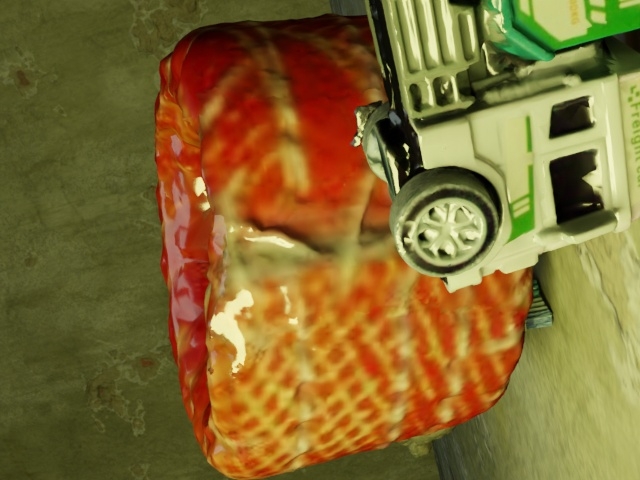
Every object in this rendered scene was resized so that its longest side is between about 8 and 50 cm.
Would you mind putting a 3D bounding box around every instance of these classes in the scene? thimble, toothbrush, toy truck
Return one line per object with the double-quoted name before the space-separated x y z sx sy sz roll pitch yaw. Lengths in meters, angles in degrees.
"thimble" 0.000 0.000 0.722 0.350 0.231 0.349 172 90 -75
"toothbrush" 0.130 -0.037 0.782 0.303 0.030 0.030 -102 -2 -49
"toy truck" 0.054 -0.113 0.333 0.114 0.124 0.253 -100 -6 -63

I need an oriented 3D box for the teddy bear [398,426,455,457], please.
"teddy bear" 0.114 0.118 1.165 0.267 0.151 0.236 -101 -5 -45
